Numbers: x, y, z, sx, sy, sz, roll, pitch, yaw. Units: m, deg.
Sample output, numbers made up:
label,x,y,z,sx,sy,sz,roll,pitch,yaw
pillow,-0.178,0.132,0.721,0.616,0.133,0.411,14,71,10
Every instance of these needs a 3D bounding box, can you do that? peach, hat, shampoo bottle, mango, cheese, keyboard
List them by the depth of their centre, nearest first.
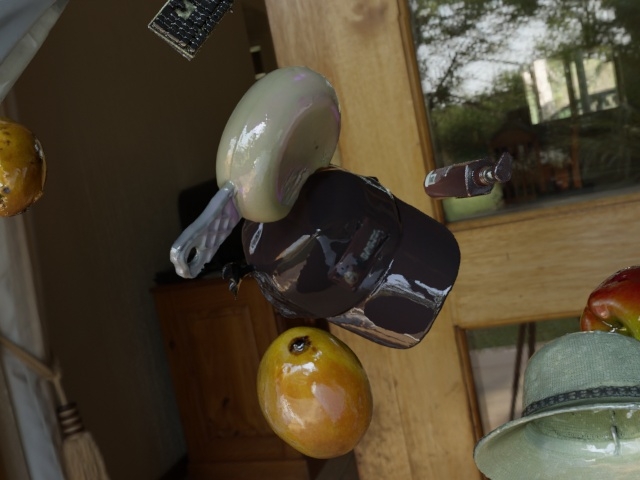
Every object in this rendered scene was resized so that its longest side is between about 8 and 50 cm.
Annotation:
label,x,y,z,sx,sy,sz,roll,pitch,yaw
mango,-0.260,-0.064,0.531,0.063,0.077,0.127,32,7,-39
hat,0.285,0.166,0.663,0.256,0.130,0.257,5,-37,4
cheese,-0.075,-0.073,0.725,0.082,0.163,0.286,23,62,24
mango,-0.009,0.182,0.726,0.113,0.138,0.253,-43,-17,-24
peach,0.447,0.116,0.836,0.197,0.198,0.197,-11,5,1
hat,0.002,-0.001,0.842,0.336,0.238,0.209,23,-5,40
shampoo bottle,0.264,-0.111,1.151,0.066,0.068,0.236,-2,1,-17
keyboard,-0.203,-0.456,1.189,0.027,0.106,0.317,-36,26,50

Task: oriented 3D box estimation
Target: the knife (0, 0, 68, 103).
label,x,y,z,sx,sy,sz,roll,pitch,yaw
knife,-0.185,-0.107,0.336,0.040,0.073,0.266,-2,54,35
